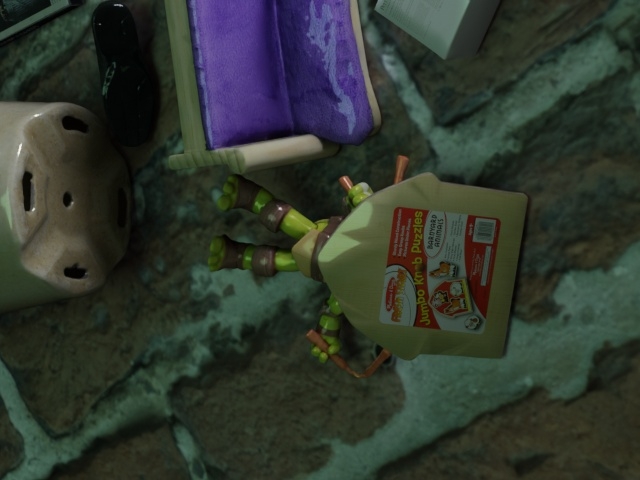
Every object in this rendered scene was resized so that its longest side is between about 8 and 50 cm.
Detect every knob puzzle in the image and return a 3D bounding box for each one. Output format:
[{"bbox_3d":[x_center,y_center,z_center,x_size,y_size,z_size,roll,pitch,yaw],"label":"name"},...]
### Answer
[{"bbox_3d":[0.094,0.024,1.639,0.213,0.030,0.213,0,108,1],"label":"knob puzzle"}]

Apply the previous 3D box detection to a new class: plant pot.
[{"bbox_3d":[-0.402,-0.036,1.950,0.305,0.334,0.334,-3,97,30],"label":"plant pot"}]

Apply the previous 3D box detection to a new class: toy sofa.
[{"bbox_3d":[-0.069,-0.255,1.700,0.177,0.150,0.363,-2,98,42],"label":"toy sofa"}]

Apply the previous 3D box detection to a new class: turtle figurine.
[{"bbox_3d":[0.000,0.000,1.730,0.217,0.087,0.270,20,125,15],"label":"turtle figurine"}]

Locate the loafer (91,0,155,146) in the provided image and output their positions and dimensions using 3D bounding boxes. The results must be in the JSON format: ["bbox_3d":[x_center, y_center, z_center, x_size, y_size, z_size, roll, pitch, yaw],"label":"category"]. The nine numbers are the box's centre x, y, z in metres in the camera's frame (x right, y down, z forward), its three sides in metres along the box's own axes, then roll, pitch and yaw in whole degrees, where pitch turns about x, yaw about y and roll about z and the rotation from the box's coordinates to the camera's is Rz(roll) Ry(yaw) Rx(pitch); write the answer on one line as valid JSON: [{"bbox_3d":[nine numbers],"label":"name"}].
[{"bbox_3d":[-0.226,-0.193,1.920,0.061,0.062,0.170,-127,31,-71],"label":"loafer"}]

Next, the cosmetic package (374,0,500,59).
[{"bbox_3d":[0.143,-0.298,1.566,0.099,0.060,0.239,39,122,26],"label":"cosmetic package"}]

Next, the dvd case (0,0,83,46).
[{"bbox_3d":[-0.393,-0.335,2.044,0.238,0.029,0.179,-18,87,41],"label":"dvd case"}]
